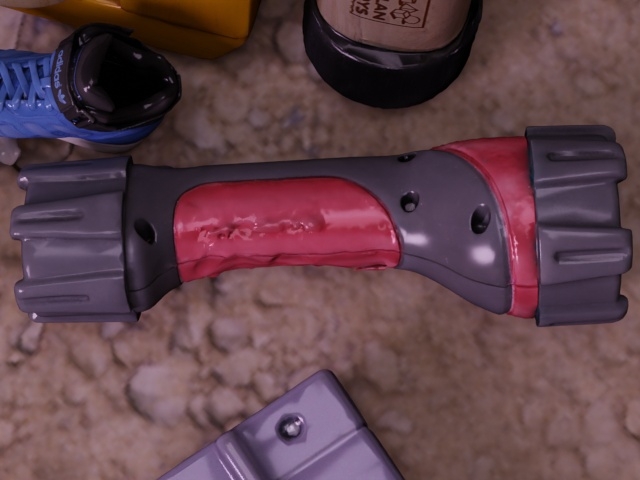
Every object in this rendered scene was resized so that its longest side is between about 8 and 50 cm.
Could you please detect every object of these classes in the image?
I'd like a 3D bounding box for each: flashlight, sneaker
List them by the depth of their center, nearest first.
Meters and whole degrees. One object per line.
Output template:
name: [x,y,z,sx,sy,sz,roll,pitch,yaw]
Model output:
sneaker: [-0.144,-0.080,0.939,0.152,0.084,0.058,8,71,-26]
flashlight: [0.000,0.000,0.942,0.304,0.103,0.103,-4,81,2]

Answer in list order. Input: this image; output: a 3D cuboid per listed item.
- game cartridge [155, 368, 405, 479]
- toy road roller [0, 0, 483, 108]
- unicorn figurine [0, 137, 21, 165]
game cartridge: [-0.080,0.254,0.919,0.355,0.068,0.230,-34,74,-3]
toy road roller: [-0.034,-0.230,0.947,0.330,0.202,0.240,12,67,1]
unicorn figurine: [-0.212,-0.020,0.980,0.162,0.060,0.111,-9,82,-1]
